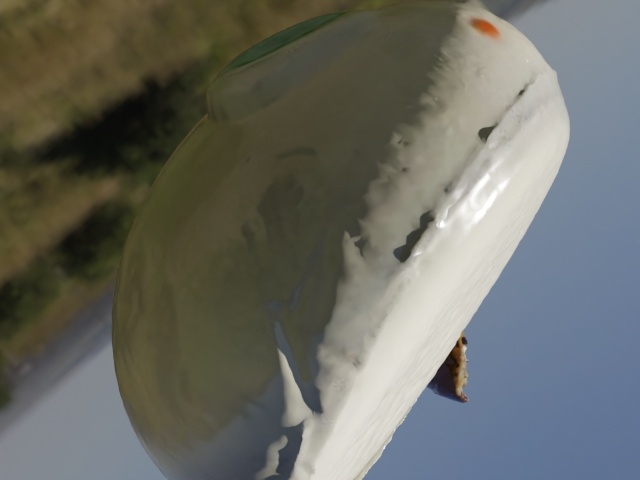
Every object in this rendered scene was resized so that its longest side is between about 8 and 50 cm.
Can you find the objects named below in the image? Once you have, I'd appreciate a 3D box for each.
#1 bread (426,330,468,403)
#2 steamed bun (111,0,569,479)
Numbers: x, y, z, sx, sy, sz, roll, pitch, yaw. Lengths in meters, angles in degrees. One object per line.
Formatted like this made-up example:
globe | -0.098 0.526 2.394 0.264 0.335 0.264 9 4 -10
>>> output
bread | 0.066 0.031 1.190 0.044 0.126 0.129 -5 -151 1
steamed bun | 0.000 0.000 0.752 0.228 0.131 0.177 -57 167 -2
